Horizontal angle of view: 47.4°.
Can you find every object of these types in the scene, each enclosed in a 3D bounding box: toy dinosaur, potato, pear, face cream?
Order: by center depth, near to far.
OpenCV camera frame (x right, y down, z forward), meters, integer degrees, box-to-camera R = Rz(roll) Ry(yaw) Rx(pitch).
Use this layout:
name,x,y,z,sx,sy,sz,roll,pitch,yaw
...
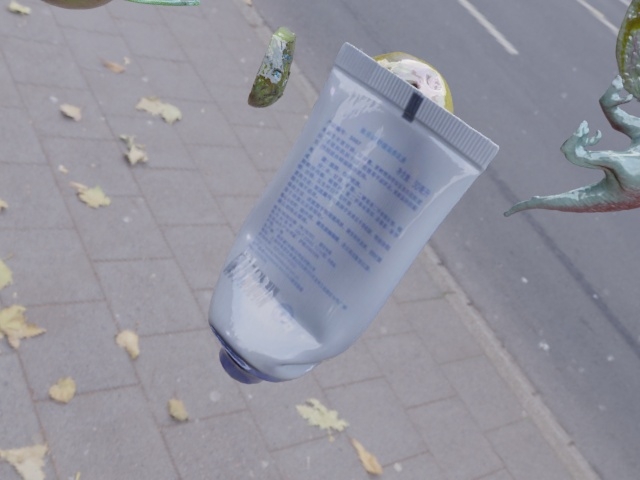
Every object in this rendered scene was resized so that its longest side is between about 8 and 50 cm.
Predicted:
name,x,y,z,sx,sy,sz,roll,pitch,yaw
toy dinosaur,0.292,-0.061,0.664,0.167,0.242,0.053,50,20,-1
face cream,0.000,0.000,0.876,0.235,0.420,0.137,42,20,27
pear,0.101,-0.167,0.999,0.178,0.178,0.178,21,38,-17
potato,-0.074,-0.299,1.243,0.054,0.119,0.197,19,36,-6

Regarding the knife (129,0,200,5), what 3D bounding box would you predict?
name,x,y,z,sx,sy,sz,roll,pitch,yaw
knife,-0.271,-0.378,1.129,0.166,0.022,0.078,-1,26,-18

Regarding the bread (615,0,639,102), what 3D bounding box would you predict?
name,x,y,z,sx,sy,sz,roll,pitch,yaw
bread,0.568,-0.322,1.110,0.156,0.261,0.158,43,17,-51

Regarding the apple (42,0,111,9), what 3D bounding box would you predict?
name,x,y,z,sx,sy,sz,roll,pitch,yaw
apple,-0.350,-0.417,1.012,0.188,0.188,0.174,49,8,20
